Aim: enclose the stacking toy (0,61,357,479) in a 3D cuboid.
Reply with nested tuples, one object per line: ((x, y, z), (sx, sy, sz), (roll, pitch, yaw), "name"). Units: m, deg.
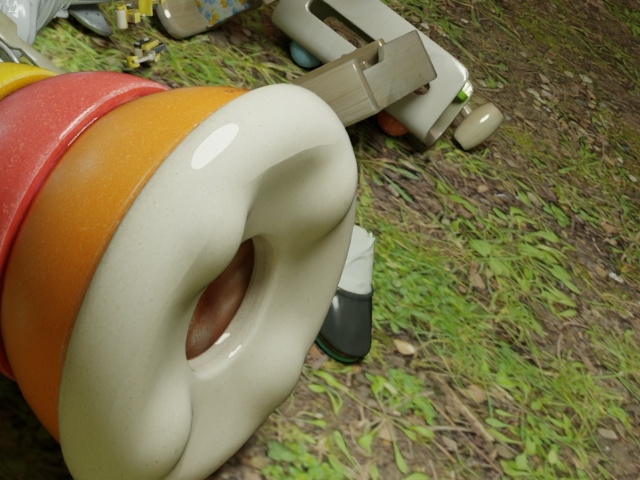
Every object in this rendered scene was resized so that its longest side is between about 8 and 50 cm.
((-0.240, -0.034, 1.120), (0.479, 0.351, 0.350), (26, 24, 23), "stacking toy")

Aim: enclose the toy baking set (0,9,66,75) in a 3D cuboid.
((-0.264, -0.117, 1.321), (0.196, 0.030, 0.256), (17, 53, -44), "toy baking set")

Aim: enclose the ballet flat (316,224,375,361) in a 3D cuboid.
((0.000, 0.000, 1.449), (0.095, 0.096, 0.280), (12, 36, -36), "ballet flat")

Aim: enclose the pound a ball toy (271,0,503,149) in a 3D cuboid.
((0.093, -0.232, 1.900), (0.319, 0.136, 0.208), (40, 4, 9), "pound a ball toy")

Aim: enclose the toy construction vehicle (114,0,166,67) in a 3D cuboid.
((-0.209, -0.255, 1.623), (0.035, 0.086, 0.098), (6, 21, 18), "toy construction vehicle")

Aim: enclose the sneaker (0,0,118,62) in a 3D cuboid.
((-0.303, -0.295, 1.535), (0.210, 0.137, 0.366), (15, 31, -27), "sneaker")

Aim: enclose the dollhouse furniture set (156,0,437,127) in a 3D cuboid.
((-0.042, -0.326, 1.655), (0.394, 0.362, 0.256), (65, 27, -7), "dollhouse furniture set")
